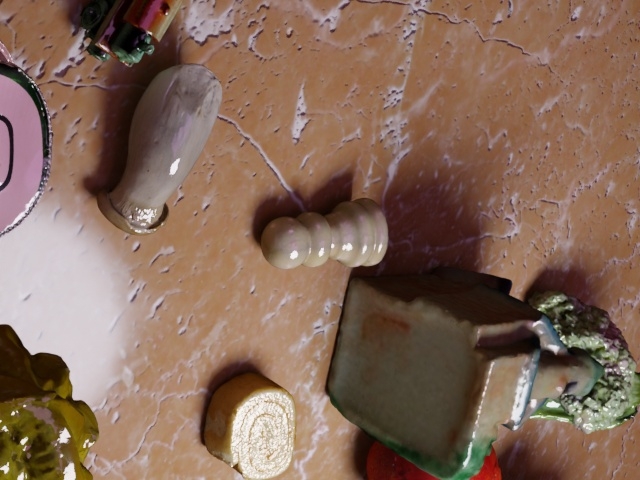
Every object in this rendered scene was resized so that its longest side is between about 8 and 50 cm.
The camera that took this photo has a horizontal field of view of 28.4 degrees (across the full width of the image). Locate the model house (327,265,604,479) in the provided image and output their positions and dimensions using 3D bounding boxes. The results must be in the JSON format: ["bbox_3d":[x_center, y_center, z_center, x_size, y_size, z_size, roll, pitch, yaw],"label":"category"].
[{"bbox_3d":[0.220,0.176,1.810,0.280,0.312,0.245,-1,107,-40],"label":"model house"}]

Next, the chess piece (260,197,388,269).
[{"bbox_3d":[0.000,0.000,1.683,0.170,0.094,0.094,-11,117,-35],"label":"chess piece"}]

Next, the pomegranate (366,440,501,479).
[{"bbox_3d":[0.172,0.362,1.940,0.210,0.210,0.235,-44,162,-17],"label":"pomegranate"}]

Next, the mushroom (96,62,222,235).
[{"bbox_3d":[-0.183,-0.108,1.465,0.212,0.088,0.097,-68,168,14],"label":"mushroom"}]

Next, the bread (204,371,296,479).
[{"bbox_3d":[-0.098,0.255,1.732,0.122,0.073,0.149,-11,115,-32],"label":"bread"}]

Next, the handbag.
[{"bbox_3d":[-0.363,-0.109,1.277,0.179,0.116,0.205,-10,117,-38],"label":"handbag"}]

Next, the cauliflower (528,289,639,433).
[{"bbox_3d":[0.386,0.227,2.077,0.315,0.256,0.239,-19,131,1],"label":"cauliflower"}]

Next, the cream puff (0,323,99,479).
[{"bbox_3d":[-0.371,0.251,1.305,0.324,0.257,0.291,-34,102,-29],"label":"cream puff"}]

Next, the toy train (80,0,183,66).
[{"bbox_3d":[-0.185,-0.267,1.362,0.074,0.118,0.176,33,84,-43],"label":"toy train"}]
